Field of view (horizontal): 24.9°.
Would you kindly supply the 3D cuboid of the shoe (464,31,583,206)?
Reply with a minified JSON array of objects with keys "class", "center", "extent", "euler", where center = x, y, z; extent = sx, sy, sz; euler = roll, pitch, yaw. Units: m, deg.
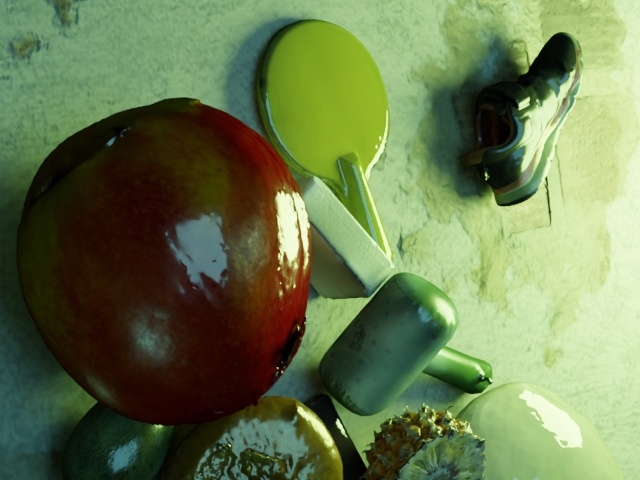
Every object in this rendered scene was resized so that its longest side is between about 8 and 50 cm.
[{"class":"shoe","center":[0.300,-0.199,2.212],"extent":[0.137,0.114,0.291],"euler":[33,71,-26]}]

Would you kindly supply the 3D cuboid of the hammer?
[{"class":"hammer","center":[0.155,0.172,2.051],"extent":[0.206,0.119,0.335],"euler":[-49,141,13]}]

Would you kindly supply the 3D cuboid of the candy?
[{"class":"candy","center":[0.311,0.420,2.129],"extent":[0.386,0.186,0.427],"euler":[-12,89,-34]}]

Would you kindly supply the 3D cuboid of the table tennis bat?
[{"class":"table tennis bat","center":[0.027,-0.131,2.030],"extent":[0.224,0.054,0.369],"euler":[-22,96,-38]}]

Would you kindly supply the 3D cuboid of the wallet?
[{"class":"wallet","center":[-0.006,0.343,1.967],"extent":[0.182,0.049,0.229],"euler":[-33,105,-35]}]

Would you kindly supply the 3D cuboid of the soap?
[{"class":"soap","center":[0.000,0.000,1.949],"extent":[0.183,0.121,0.064],"euler":[49,60,-25]}]

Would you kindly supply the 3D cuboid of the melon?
[{"class":"melon","center":[-0.246,0.253,1.742],"extent":[0.114,0.114,0.167],"euler":[49,57,-24]}]

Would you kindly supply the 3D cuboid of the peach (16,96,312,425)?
[{"class":"peach","center":[-0.167,0.028,1.675],"extent":[0.370,0.370,0.370],"euler":[3,84,-38]}]

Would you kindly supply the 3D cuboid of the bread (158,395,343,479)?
[{"class":"bread","center":[-0.092,0.318,1.814],"extent":[0.268,0.145,0.268],"euler":[-2,96,-22]}]

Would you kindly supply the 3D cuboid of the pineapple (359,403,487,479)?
[{"class":"pineapple","center":[0.125,0.291,1.995],"extent":[0.176,0.137,0.161],"euler":[-25,128,-18]}]
